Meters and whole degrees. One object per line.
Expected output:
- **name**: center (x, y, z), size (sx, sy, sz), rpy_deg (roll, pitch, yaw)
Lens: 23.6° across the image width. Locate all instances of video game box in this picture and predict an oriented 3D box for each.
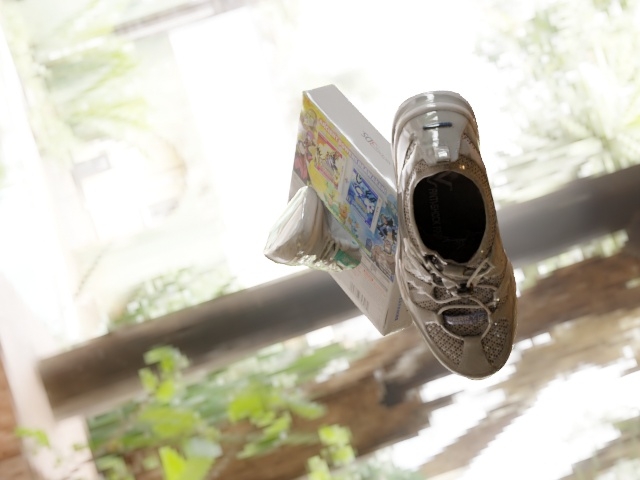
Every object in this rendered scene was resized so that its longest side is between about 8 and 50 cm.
- **video game box**: center (0.039, -0.034, 1.619), size (0.205, 0.048, 0.187), rpy_deg (50, -32, 35)

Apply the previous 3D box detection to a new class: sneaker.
- **sneaker**: center (0.109, 0.017, 1.327), size (0.115, 0.105, 0.281), rpy_deg (-88, 163, -59)
- **sneaker**: center (0.000, 0.000, 1.526), size (0.094, 0.080, 0.212), rpy_deg (36, 6, -3)
